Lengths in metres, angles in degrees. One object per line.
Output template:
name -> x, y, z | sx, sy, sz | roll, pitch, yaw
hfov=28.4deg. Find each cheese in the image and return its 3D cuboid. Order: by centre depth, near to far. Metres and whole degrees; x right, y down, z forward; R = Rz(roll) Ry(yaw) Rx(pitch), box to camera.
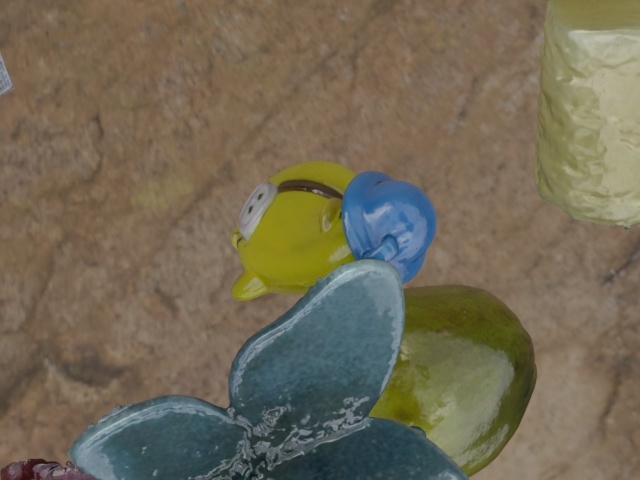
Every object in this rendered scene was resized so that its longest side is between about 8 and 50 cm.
cheese -> 0.221, -0.099, 0.937 | 0.123, 0.094, 0.167 | 10, 130, 14

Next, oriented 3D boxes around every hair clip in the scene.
hair clip -> -0.016, 0.254, 1.101 | 0.318, 0.238, 0.392 | -21, 146, -7

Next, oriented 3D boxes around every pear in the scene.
pear -> 0.120, 0.183, 1.574 | 0.321, 0.269, 0.269 | -22, 124, -19

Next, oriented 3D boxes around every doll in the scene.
doll -> 0.000, 0.000, 1.281 | 0.199, 0.363, 0.145 | -45, 106, -11

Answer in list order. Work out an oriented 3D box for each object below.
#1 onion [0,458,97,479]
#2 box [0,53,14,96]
onion -> -0.365, 0.441, 1.753 | 0.314, 0.146, 0.280 | -24, 113, 41
box -> -0.331, -0.220, 1.111 | 0.039, 0.055, 0.218 | -42, 142, -30
